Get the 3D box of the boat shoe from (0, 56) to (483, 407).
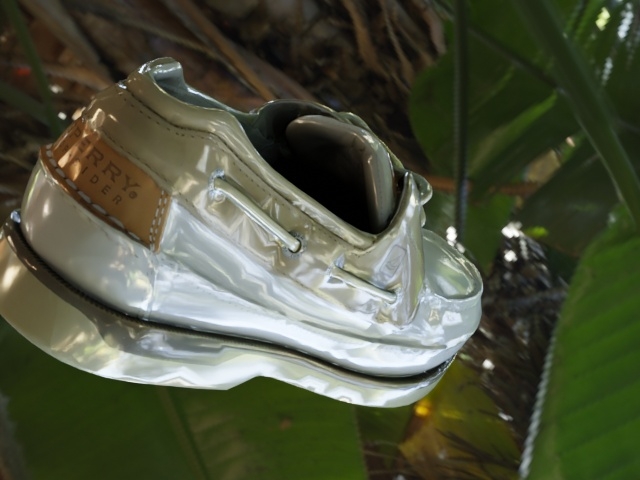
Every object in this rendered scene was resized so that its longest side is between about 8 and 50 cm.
[{"bbox_3d":[0.000,0.000,0.554,0.113,0.302,0.103,40,-73,27],"label":"boat shoe"}]
